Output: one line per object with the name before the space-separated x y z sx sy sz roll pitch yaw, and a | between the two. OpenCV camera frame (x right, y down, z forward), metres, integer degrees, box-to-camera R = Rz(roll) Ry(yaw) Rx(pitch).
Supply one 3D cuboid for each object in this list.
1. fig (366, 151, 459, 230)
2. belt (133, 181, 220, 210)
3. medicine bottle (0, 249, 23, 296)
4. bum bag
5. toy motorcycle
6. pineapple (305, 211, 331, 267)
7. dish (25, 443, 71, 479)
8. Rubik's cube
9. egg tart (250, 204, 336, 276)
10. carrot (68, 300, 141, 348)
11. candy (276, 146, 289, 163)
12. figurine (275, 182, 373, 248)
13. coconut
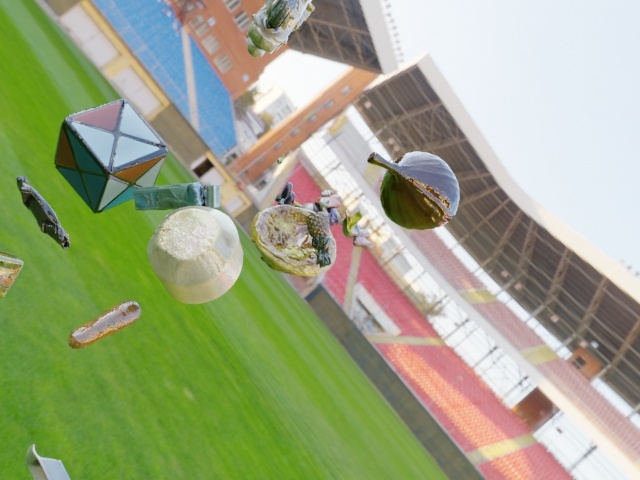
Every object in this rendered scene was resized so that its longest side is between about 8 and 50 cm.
fig | 0.216 -0.143 1.524 0.320 0.217 0.217 20 22 -50
belt | -0.382 -0.111 1.560 0.302 0.072 0.087 0 -1 37
medicine bottle | -0.988 0.085 1.732 0.088 0.132 0.188 28 -5 18
bum bag | -1.064 -0.103 2.259 0.326 0.079 0.142 58 -22 -15
toy motorcycle | -0.092 -0.534 1.403 0.107 0.223 0.341 36 36 -14
pineapple | 0.000 0.000 1.725 0.074 0.074 0.160 63 16 -75
dish | -0.808 0.716 1.787 0.154 0.064 0.234 -35 -96 47
Rubik's cube | -0.688 -0.277 1.943 0.248 0.250 0.246 51 -42 6
egg tart | -0.088 0.012 1.860 0.290 0.290 0.115 49 -43 21
carrot | -0.503 0.198 1.390 0.060 0.186 0.060 21 -54 33
candy | -0.149 -0.344 2.387 0.025 0.083 0.023 27 19 -20
figurine | 0.021 -0.090 2.351 0.420 0.193 0.154 14 28 -8
coconut | -0.302 0.038 1.442 0.241 0.241 0.241 50 -4 4
